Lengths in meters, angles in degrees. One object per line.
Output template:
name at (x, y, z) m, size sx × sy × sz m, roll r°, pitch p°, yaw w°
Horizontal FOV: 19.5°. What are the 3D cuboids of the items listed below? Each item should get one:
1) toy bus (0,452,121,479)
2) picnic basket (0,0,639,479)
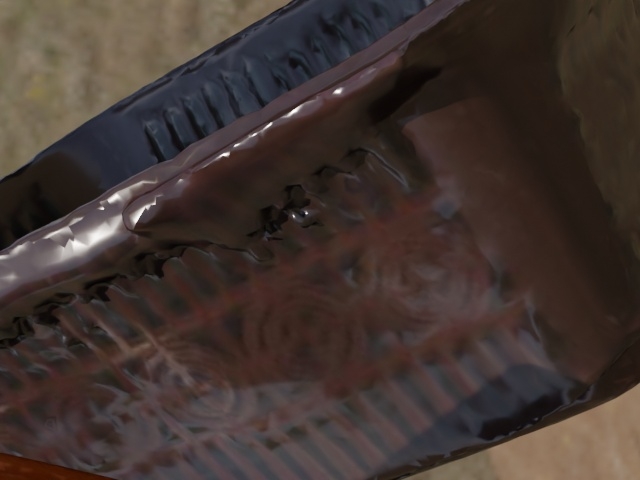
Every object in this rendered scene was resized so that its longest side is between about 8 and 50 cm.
toy bus at (-0.059, 0.216, 0.393) m, size 0.153 × 0.143 × 0.329 m, roll -39°, pitch 47°, yaw 30°
picnic basket at (0.000, 0.000, 0.590) m, size 0.297 × 0.129 × 0.222 m, roll -25°, pitch 12°, yaw 34°
